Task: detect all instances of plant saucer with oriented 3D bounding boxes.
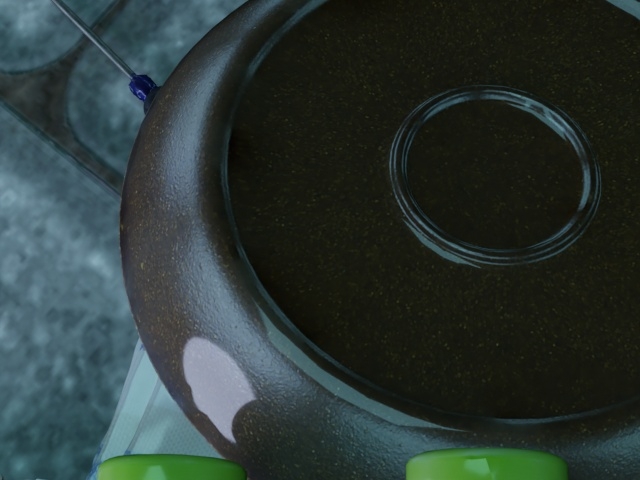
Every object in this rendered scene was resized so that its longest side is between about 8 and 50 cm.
[{"bbox_3d":[0.070,-0.018,0.628,0.310,0.050,0.310,2,61,-3],"label":"plant saucer"}]

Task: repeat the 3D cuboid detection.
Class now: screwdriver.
[{"bbox_3d":[-0.104,-0.091,0.788,0.024,0.025,0.170,-44,55,-3],"label":"screwdriver"}]

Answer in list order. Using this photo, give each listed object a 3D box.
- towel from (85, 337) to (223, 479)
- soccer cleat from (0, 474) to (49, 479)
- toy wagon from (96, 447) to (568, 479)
[{"bbox_3d":[-0.026,0.176,0.647,0.209,0.034,0.285,14,76,19],"label":"towel"},{"bbox_3d":[-0.193,0.147,0.664,0.248,0.083,0.095,-2,73,29],"label":"soccer cleat"},{"bbox_3d":[-0.037,0.209,0.516,0.344,0.068,0.267,-3,75,17],"label":"toy wagon"}]
